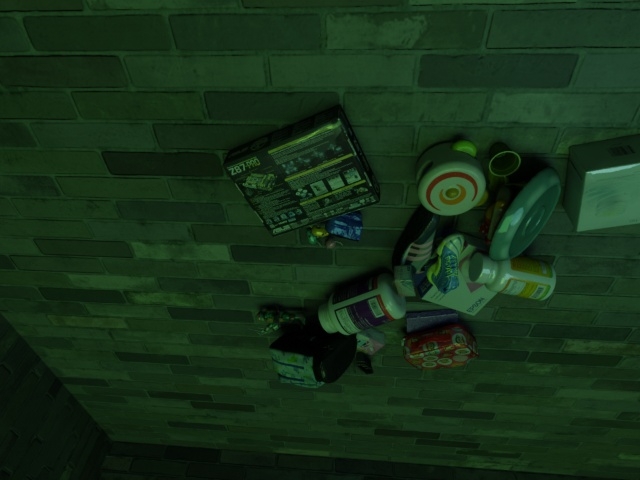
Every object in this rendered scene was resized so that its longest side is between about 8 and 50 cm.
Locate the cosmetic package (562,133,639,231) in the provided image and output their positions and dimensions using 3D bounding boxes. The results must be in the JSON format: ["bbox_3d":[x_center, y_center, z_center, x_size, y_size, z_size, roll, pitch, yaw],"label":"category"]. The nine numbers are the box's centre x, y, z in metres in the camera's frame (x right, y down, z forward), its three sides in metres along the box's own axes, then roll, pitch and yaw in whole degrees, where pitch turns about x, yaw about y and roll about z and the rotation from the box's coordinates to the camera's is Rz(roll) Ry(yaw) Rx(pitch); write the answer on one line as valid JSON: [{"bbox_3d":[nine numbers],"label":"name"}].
[{"bbox_3d":[0.847,-0.162,1.217,0.224,0.138,0.224,-9,132,14],"label":"cosmetic package"}]

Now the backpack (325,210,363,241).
[{"bbox_3d":[0.079,-0.061,1.427,0.120,0.098,0.101,10,104,-2],"label":"backpack"}]

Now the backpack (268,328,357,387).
[{"bbox_3d":[-0.054,0.491,1.800,0.356,0.290,0.273,8,111,31],"label":"backpack"}]

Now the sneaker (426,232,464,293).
[{"bbox_3d":[0.443,0.088,1.425,0.091,0.126,0.240,-10,139,-17],"label":"sneaker"}]

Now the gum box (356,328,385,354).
[{"bbox_3d":[0.181,0.434,1.891,0.188,0.062,0.107,26,130,-17],"label":"gum box"}]

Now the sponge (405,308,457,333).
[{"bbox_3d":[0.469,0.344,1.791,0.210,0.031,0.117,-7,132,8],"label":"sponge"}]

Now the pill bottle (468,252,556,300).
[{"bbox_3d":[0.631,0.112,1.410,0.246,0.136,0.136,12,133,-6],"label":"pill bottle"}]

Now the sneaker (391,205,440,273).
[{"bbox_3d":[0.355,0.001,1.452,0.131,0.112,0.319,9,140,-11],"label":"sneaker"}]

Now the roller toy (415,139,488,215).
[{"bbox_3d":[0.381,-0.174,1.251,0.191,0.146,0.209,-16,129,21],"label":"roller toy"}]

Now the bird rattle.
[{"bbox_3d":[0.536,-0.085,1.291,0.143,0.207,0.253,23,128,17],"label":"bird rattle"}]

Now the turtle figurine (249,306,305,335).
[{"bbox_3d":[-0.188,0.344,1.810,0.234,0.118,0.175,0,169,-11],"label":"turtle figurine"}]

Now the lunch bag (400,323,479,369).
[{"bbox_3d":[0.498,0.454,1.799,0.293,0.120,0.258,-21,140,28],"label":"lunch bag"}]

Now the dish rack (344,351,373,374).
[{"bbox_3d":[0.100,0.584,1.996,0.272,0.074,0.208,-10,149,15],"label":"dish rack"}]

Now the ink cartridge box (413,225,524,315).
[{"bbox_3d":[0.515,0.125,1.566,0.330,0.071,0.324,17,132,-11],"label":"ink cartridge box"}]

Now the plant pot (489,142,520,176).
[{"bbox_3d":[0.521,-0.240,1.219,0.083,0.079,0.083,3,132,3],"label":"plant pot"}]

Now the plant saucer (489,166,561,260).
[{"bbox_3d":[0.616,-0.064,1.253,0.318,0.044,0.317,-29,139,-28],"label":"plant saucer"}]

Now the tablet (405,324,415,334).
[{"bbox_3d":[0.411,0.392,1.865,0.054,0.006,0.083,-15,129,19],"label":"tablet"}]

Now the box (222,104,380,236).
[{"bbox_3d":[-0.053,-0.195,1.317,0.395,0.097,0.318,-18,130,21],"label":"box"}]

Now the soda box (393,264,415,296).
[{"bbox_3d":[0.300,0.146,1.502,0.063,0.058,0.183,-4,155,15],"label":"soda box"}]

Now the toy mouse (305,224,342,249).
[{"bbox_3d":[0.000,0.000,1.503,0.161,0.031,0.143,26,154,7],"label":"toy mouse"}]

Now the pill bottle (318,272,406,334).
[{"bbox_3d":[0.157,0.258,1.651,0.323,0.181,0.181,-24,125,27],"label":"pill bottle"}]
